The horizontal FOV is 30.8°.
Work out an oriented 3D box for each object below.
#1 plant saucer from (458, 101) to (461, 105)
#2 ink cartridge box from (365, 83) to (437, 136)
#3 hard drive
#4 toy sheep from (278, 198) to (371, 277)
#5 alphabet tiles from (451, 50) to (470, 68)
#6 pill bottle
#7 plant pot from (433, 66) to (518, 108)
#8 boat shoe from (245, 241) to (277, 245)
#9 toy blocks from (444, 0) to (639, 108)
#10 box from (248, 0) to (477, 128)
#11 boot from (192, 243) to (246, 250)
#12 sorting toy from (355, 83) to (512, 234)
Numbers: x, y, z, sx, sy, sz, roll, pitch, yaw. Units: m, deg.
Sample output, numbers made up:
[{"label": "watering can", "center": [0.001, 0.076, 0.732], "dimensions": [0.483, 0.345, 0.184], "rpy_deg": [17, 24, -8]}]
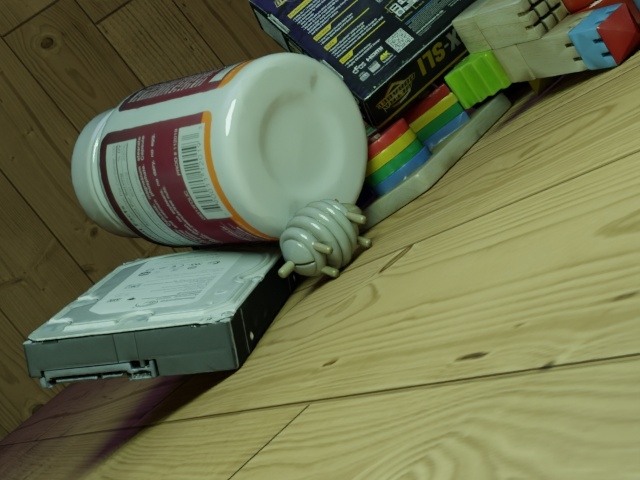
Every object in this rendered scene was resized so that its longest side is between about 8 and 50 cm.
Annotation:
[{"label": "plant saucer", "center": [0.155, -0.195, 2.178], "dimensions": [0.310, 0.050, 0.310], "rpy_deg": [-38, 6, 4]}, {"label": "ink cartridge box", "center": [0.133, -0.171, 1.844], "dimensions": [0.160, 0.092, 0.219], "rpy_deg": [-37, 6, 11]}, {"label": "hard drive", "center": [-0.171, 0.077, 1.360], "dimensions": [0.237, 0.064, 0.339], "rpy_deg": [-7, 13, 13]}, {"label": "toy sheep", "center": [0.000, 0.000, 1.307], "dimensions": [0.132, 0.091, 0.091], "rpy_deg": [-38, 3, -34]}, {"label": "alphabet tiles", "center": [0.234, -0.306, 1.545], "dimensions": [0.237, 0.198, 0.009], "rpy_deg": [-19, -28, 8]}, {"label": "pill bottle", "center": [-0.145, -0.103, 1.499], "dimensions": [0.392, 0.224, 0.224], "rpy_deg": [-3, 31, 50]}, {"label": "plant pot", "center": [0.252, -0.326, 1.739], "dimensions": [0.229, 0.263, 0.263], "rpy_deg": [-56, 0, 16]}, {"label": "boat shoe", "center": [-0.097, 0.040, 1.602], "dimensions": [0.285, 0.089, 0.104], "rpy_deg": [-42, 6, -30]}, {"label": "toy blocks", "center": [0.338, -0.307, 1.322], "dimensions": [0.381, 0.191, 0.261], "rpy_deg": [-41, 17, -18]}, {"label": "box", "center": [0.105, -0.337, 1.552], "dimensions": [0.322, 0.257, 0.079], "rpy_deg": [-42, -33, -6]}, {"label": "boot", "center": [-0.107, -0.045, 1.748], "dimensions": [0.222, 0.118, 0.338], "rpy_deg": [-21, -20, 2]}, {"label": "sorting toy", "center": [0.094, -0.107, 1.565], "dimensions": [0.255, 0.089, 0.257], "rpy_deg": [-34, 7, 45]}]
